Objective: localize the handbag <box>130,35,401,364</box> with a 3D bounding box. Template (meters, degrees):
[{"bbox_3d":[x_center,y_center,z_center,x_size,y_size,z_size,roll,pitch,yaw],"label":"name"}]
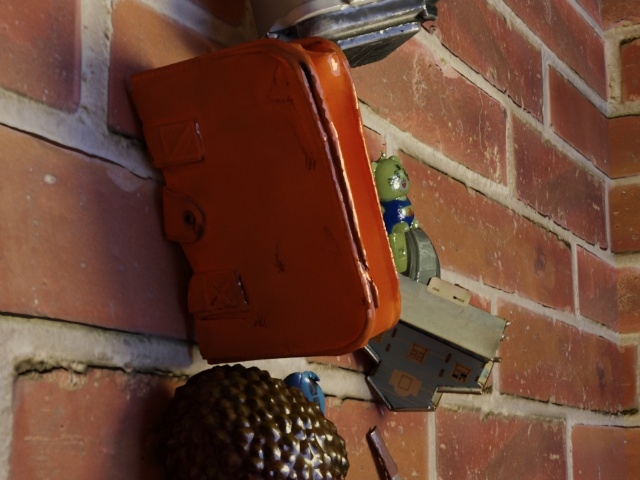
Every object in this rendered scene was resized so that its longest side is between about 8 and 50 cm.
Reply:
[{"bbox_3d":[-0.073,-0.047,1.446,0.116,0.304,0.410,-28,107,-58],"label":"handbag"}]

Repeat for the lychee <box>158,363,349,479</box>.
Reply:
[{"bbox_3d":[-0.088,0.286,1.429,0.271,0.236,0.236,63,33,-7],"label":"lychee"}]

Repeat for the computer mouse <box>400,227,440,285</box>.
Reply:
[{"bbox_3d":[0.187,0.083,2.112,0.126,0.071,0.231,30,60,-55],"label":"computer mouse"}]

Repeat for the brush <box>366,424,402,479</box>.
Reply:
[{"bbox_3d":[0.153,0.460,1.988,0.084,0.071,0.301,-45,118,-50],"label":"brush"}]

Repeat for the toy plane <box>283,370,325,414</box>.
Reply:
[{"bbox_3d":[-0.037,0.273,1.618,0.271,0.105,0.254,80,16,-47],"label":"toy plane"}]

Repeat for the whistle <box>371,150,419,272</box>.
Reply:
[{"bbox_3d":[0.128,-0.052,2.021,0.105,0.085,0.227,-18,101,-51],"label":"whistle"}]

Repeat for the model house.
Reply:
[{"bbox_3d":[0.179,0.193,1.971,0.178,0.271,0.206,-60,170,-52],"label":"model house"}]

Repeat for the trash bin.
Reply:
[{"bbox_3d":[-0.023,-0.439,1.650,0.296,0.256,0.367,-18,88,-21],"label":"trash bin"}]
